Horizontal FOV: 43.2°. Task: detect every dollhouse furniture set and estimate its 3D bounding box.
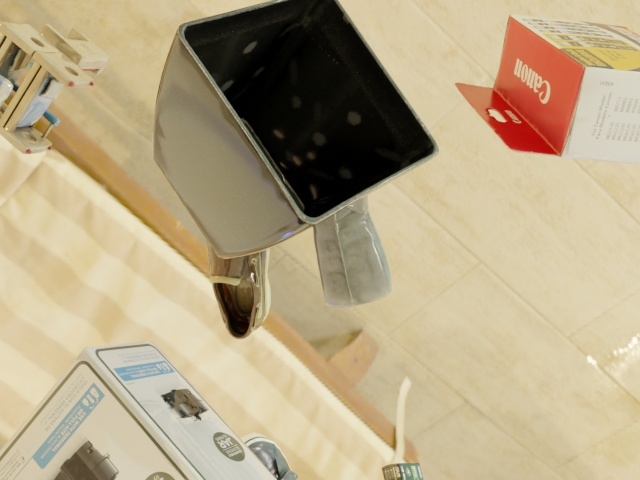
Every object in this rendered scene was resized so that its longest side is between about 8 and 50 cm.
[{"bbox_3d":[-0.387,-0.220,1.164,0.129,0.184,0.129,41,108,4],"label":"dollhouse furniture set"}]

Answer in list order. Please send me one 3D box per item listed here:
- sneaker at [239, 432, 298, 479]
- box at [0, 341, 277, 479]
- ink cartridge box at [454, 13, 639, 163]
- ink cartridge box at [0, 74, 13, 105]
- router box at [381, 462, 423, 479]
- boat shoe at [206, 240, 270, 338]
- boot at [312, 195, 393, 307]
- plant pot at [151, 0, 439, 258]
[{"bbox_3d":[-0.083,0.523,1.623,0.127,0.126,0.321,26,144,47],"label":"sneaker"},{"bbox_3d":[-0.095,0.227,0.548,0.290,0.087,0.169,45,100,17],"label":"box"},{"bbox_3d":[0.367,-0.226,1.163,0.272,0.309,0.130,3,117,-9],"label":"ink cartridge box"},{"bbox_3d":[-0.334,-0.017,0.331,0.304,0.072,0.307,34,83,-4],"label":"ink cartridge box"},{"bbox_3d":[0.159,0.465,1.456,0.038,0.122,0.092,-23,156,25],"label":"router box"},{"bbox_3d":[-0.124,0.033,1.192,0.095,0.095,0.257,-1,120,17],"label":"boat shoe"},{"bbox_3d":[-0.001,0.002,1.115,0.190,0.076,0.208,-4,131,6],"label":"boot"},{"bbox_3d":[-0.044,-0.087,0.731,0.187,0.188,0.167,56,137,4],"label":"plant pot"}]
